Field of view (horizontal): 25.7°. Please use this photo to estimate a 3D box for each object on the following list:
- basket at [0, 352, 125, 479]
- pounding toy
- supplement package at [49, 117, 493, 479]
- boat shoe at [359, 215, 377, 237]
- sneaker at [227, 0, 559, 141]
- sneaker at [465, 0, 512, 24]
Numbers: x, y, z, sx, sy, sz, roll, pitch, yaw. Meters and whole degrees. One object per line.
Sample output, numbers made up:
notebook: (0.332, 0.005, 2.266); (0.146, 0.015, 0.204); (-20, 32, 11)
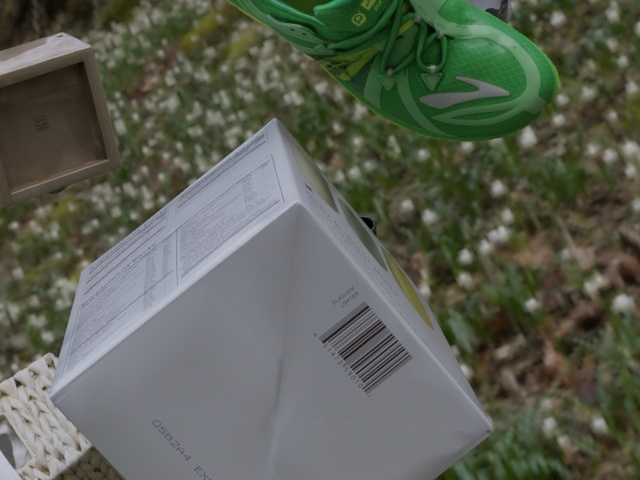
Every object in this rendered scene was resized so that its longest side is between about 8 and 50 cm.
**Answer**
basket: (-0.220, 0.187, 1.199); (0.103, 0.113, 0.167); (-37, -29, -8)
pounding toy: (-0.255, -0.090, 1.196); (0.130, 0.141, 0.100); (-22, 27, -23)
supplement package: (-0.038, 0.071, 0.971); (0.198, 0.199, 0.262); (-39, 15, 6)
boat shoe: (0.000, -0.001, 1.596); (0.133, 0.049, 0.042); (-8, -45, -10)
sneaker: (0.035, -0.156, 1.001); (0.109, 0.295, 0.123); (-62, 8, 4)
sneaker: (0.130, -0.330, 1.439); (0.137, 0.366, 0.210); (-5, -56, 11)
